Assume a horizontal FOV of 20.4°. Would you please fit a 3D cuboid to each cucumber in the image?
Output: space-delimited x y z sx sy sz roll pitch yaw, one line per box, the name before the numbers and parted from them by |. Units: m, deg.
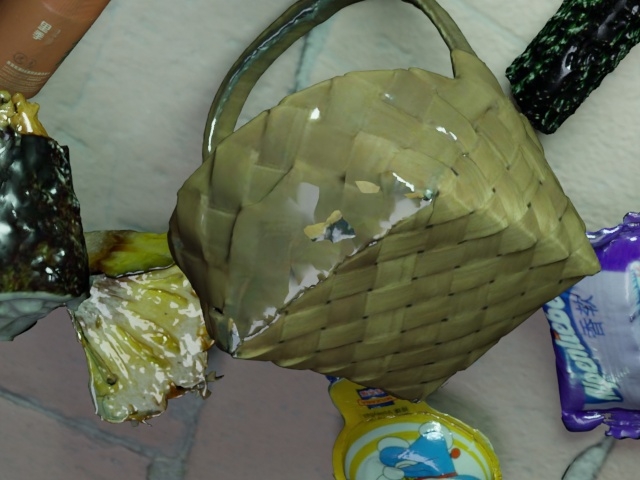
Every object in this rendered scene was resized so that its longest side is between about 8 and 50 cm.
cucumber | 0.248 -0.204 1.403 0.072 0.072 0.300 32 128 -8

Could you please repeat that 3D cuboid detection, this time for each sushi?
sushi | -0.347 -0.007 1.635 0.348 0.234 0.207 -12 79 40

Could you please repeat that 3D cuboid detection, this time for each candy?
candy | 0.266 0.082 1.617 0.145 0.070 0.275 -1 130 25

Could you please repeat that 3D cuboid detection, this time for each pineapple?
pineapple | -0.164 0.066 1.718 0.186 0.114 0.236 28 119 -5

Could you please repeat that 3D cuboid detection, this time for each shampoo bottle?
shampoo bottle | -0.216 -0.220 1.518 0.085 0.085 0.244 37 129 -13

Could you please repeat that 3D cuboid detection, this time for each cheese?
cheese | 0.081 0.201 1.757 0.177 0.069 0.270 -13 121 24

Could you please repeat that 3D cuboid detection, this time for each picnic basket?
picnic basket | 0.021 -0.062 1.454 0.293 0.337 0.337 -38 109 23
